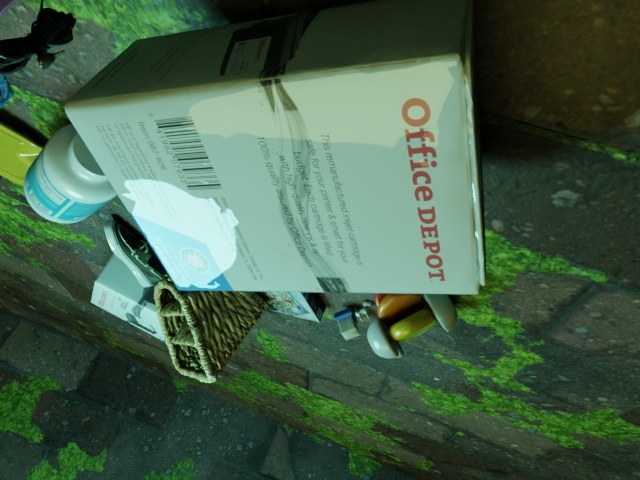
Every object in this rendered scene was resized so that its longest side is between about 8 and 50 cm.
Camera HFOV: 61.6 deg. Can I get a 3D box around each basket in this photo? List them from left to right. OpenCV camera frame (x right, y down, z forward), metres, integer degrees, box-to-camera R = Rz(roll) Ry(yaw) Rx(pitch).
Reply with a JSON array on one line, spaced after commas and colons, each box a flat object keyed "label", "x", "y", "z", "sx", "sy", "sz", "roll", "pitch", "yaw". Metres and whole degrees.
[{"label": "basket", "x": -0.308, "y": 0.179, "z": 1.268, "sx": 0.213, "sy": 0.223, "sz": 0.299, "roll": 43, "pitch": 157, "yaw": -19}]

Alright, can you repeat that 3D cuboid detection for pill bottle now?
[{"label": "pill bottle", "x": -0.444, "y": -0.126, "z": 0.992, "sx": 0.146, "sy": 0.146, "sz": 0.264, "roll": 40, "pitch": 147, "yaw": -26}]

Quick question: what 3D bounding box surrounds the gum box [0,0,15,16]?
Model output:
[{"label": "gum box", "x": -0.454, "y": -0.361, "z": 0.653, "sx": 0.062, "sy": 0.107, "sz": 0.188, "roll": 5, "pitch": 146, "yaw": 32}]

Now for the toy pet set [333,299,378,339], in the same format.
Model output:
[{"label": "toy pet set", "x": 0.094, "y": 0.173, "z": 1.195, "sx": 0.114, "sy": 0.065, "sz": 0.122, "roll": -22, "pitch": 141, "yaw": 7}]

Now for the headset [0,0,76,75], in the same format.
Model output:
[{"label": "headset", "x": -0.308, "y": -0.357, "z": 0.470, "sx": 0.243, "sy": 0.185, "sz": 0.394, "roll": 15, "pitch": 138, "yaw": 16}]

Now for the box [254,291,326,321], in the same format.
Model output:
[{"label": "box", "x": -0.098, "y": 0.095, "z": 1.199, "sx": 0.159, "sy": 0.044, "sz": 0.233, "roll": 9, "pitch": 147, "yaw": 27}]

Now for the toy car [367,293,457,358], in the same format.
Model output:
[{"label": "toy car", "x": 0.155, "y": 0.128, "z": 0.980, "sx": 0.159, "sy": 0.136, "sz": 0.182, "roll": -31, "pitch": 162, "yaw": 8}]

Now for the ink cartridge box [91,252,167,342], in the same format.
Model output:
[{"label": "ink cartridge box", "x": -0.472, "y": 0.171, "z": 1.516, "sx": 0.307, "sy": 0.129, "sz": 0.223, "roll": 32, "pitch": 150, "yaw": -12}]

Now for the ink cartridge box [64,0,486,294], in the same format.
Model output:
[{"label": "ink cartridge box", "x": -0.021, "y": -0.088, "z": 0.609, "sx": 0.395, "sy": 0.166, "sz": 0.285, "roll": -1, "pitch": 134, "yaw": 20}]

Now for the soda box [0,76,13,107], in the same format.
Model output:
[{"label": "soda box", "x": -0.670, "y": -0.301, "z": 0.955, "sx": 0.210, "sy": 0.067, "sz": 0.071, "roll": 23, "pitch": 151, "yaw": 1}]

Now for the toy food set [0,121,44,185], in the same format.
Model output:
[{"label": "toy food set", "x": -0.652, "y": -0.207, "z": 1.108, "sx": 0.218, "sy": 0.071, "sz": 0.128, "roll": 33, "pitch": 126, "yaw": -18}]

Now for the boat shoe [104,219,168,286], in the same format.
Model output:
[{"label": "boat shoe", "x": -0.454, "y": 0.027, "z": 1.338, "sx": 0.070, "sy": 0.077, "sz": 0.219, "roll": -18, "pitch": 133, "yaw": 6}]
